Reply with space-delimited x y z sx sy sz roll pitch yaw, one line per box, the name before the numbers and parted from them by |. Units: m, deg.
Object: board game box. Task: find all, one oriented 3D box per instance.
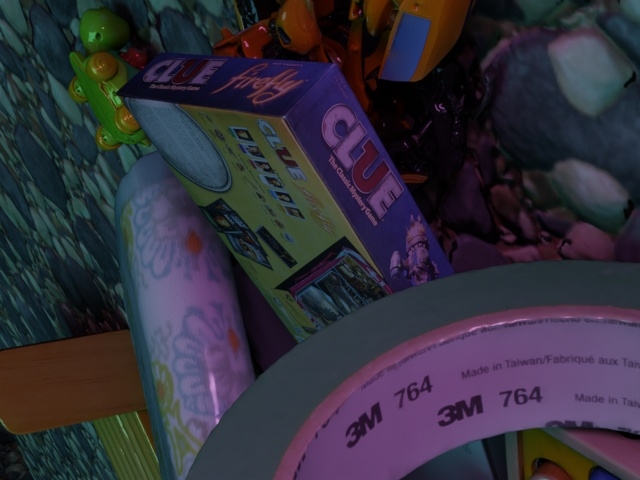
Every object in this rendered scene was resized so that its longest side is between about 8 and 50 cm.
board game box | 0.000 0.000 0.575 0.165 0.042 0.243 16 147 48

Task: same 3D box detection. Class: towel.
towel | -0.111 0.133 0.875 0.374 0.090 0.320 114 142 -68

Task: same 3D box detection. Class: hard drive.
hard drive | 0.044 0.129 0.793 0.307 0.040 0.203 14 129 55

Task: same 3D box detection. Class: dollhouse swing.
dollhouse swing | -0.388 0.298 1.436 0.347 0.315 0.305 -13 86 61

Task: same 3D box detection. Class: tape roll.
tape roll | 0.100 0.128 0.391 0.321 0.321 0.077 27 140 46

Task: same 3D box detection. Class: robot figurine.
robot figurine | 0.007 -0.143 0.526 0.211 0.085 0.291 46 150 22

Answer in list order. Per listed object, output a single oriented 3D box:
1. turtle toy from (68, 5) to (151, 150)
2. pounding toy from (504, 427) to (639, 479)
turtle toy | -0.179 -0.143 0.857 0.130 0.066 0.095 63 153 -7
pounding toy | 0.151 0.142 0.560 0.141 0.100 0.130 29 140 43
